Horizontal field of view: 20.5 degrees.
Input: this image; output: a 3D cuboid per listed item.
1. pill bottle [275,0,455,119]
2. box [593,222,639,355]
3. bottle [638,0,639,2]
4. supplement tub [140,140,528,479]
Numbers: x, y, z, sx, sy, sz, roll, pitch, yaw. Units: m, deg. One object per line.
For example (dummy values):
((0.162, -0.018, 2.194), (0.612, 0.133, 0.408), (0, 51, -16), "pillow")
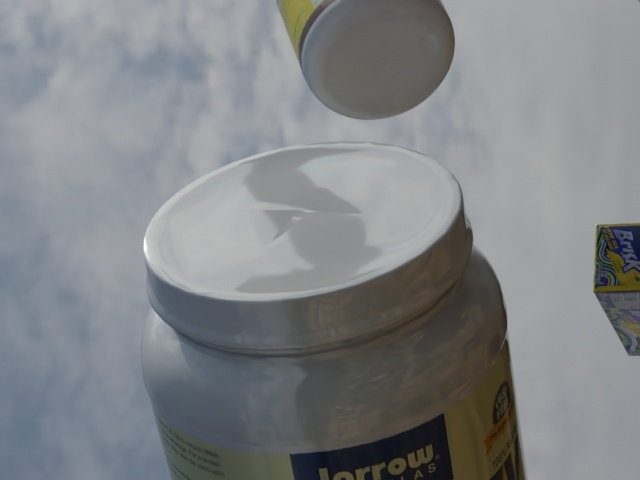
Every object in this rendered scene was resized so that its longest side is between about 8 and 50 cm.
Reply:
((0.023, -0.197, 1.371), (0.215, 0.117, 0.117), (-108, -4, -49), "pill bottle")
((0.262, 0.042, 1.426), (0.169, 0.054, 0.059), (49, -137, -62), "box")
((0.228, -0.174, 0.998), (0.283, 0.118, 0.092), (-139, 37, -78), "bottle")
((0.014, 0.124, 1.146), (0.235, 0.235, 0.325), (-59, -36, -54), "supplement tub")
